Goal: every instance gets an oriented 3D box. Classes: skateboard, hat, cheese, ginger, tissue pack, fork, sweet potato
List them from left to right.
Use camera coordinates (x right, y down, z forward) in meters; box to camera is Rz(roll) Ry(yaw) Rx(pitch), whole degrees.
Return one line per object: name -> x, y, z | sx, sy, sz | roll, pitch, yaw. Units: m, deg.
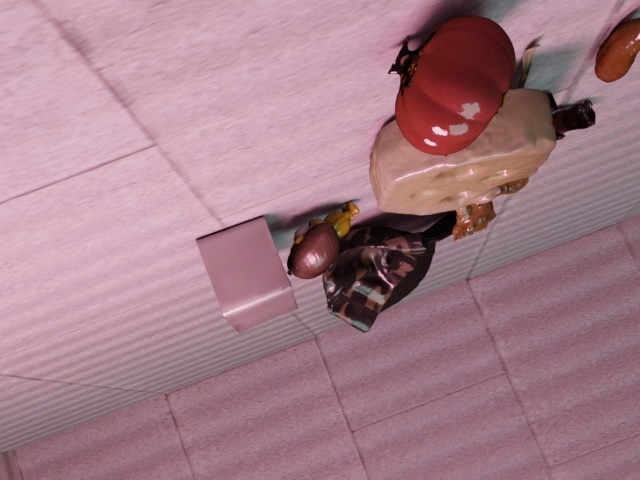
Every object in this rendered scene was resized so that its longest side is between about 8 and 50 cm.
tissue pack -> -0.136, 0.071, 1.596 | 0.136, 0.159, 0.246 | -22, 166, -3
hat -> 0.170, 0.020, 1.956 | 0.366, 0.257, 0.381 | -56, -178, 42
cheese -> 0.235, -0.139, 1.339 | 0.326, 0.115, 0.318 | -20, 165, 39
ginger -> 0.379, -0.086, 1.854 | 0.214, 0.132, 0.059 | -23, -150, -18
fork -> 0.320, -0.252, 1.272 | 0.034, 0.028, 0.219 | -17, 167, 0
skateboard -> 0.460, -0.222, 1.551 | 0.151, 0.067, 0.080 | -16, 176, -35
sweet potato -> 0.470, -0.291, 1.292 | 0.078, 0.058, 0.255 | -42, 169, 2

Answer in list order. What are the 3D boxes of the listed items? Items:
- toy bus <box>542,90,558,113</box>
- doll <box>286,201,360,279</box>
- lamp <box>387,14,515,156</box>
toy bus -> 0.365, -0.228, 1.415 | 0.083, 0.038, 0.046 | -14, 168, -23
doll -> -0.003, 0.002, 1.616 | 0.145, 0.096, 0.188 | -46, -177, 42
lamp -> 0.157, -0.194, 1.009 | 0.182, 0.140, 0.182 | -61, -175, 9
